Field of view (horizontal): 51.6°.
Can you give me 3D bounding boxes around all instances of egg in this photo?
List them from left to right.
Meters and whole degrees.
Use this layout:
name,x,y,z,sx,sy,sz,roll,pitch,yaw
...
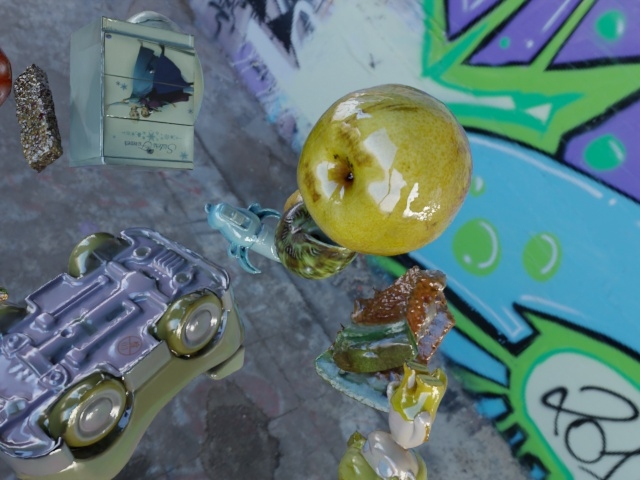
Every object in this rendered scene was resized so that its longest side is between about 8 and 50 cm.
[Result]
name,x,y,z,sx,sy,sz,roll,pitch,yaw
egg,-0.318,-0.305,1.266,0.186,0.253,0.186,-2,12,0

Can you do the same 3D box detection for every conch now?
name,x,y,z,sx,sy,sz,roll,pitch,yaw
conch,0.000,0.002,1.284,0.187,0.124,0.181,15,36,19

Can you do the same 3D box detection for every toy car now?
name,x,y,z,sx,sy,sz,roll,pitch,yaw
toy car,-0.277,0.162,0.859,0.242,0.226,0.336,25,51,29

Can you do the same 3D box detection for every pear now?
name,x,y,z,sx,sy,sz,roll,pitch,yaw
pear,0.080,-0.084,0.789,0.208,0.209,0.209,21,42,-20

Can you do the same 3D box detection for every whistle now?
name,x,y,z,sx,sy,sz,roll,pitch,yaw
whistle,-0.184,-0.022,1.745,0.273,0.093,0.186,31,66,-17

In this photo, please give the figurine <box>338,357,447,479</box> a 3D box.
name,x,y,z,sx,sy,sz,roll,pitch,yaw
figurine,0.093,0.280,0.861,0.131,0.247,0.156,16,15,-27

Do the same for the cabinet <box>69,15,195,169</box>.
name,x,y,z,sx,sy,sz,roll,pitch,yaw
cabinet,-0.288,-0.213,1.014,0.145,0.150,0.206,-1,94,-39

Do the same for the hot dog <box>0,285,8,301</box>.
name,x,y,z,sx,sy,sz,roll,pitch,yaw
hot dog,-0.824,0.134,1.620,0.122,0.049,0.037,-4,25,1

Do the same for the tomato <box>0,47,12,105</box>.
name,x,y,z,sx,sy,sz,roll,pitch,yaw
tomato,-0.587,-0.259,1.052,0.166,0.174,0.082,41,30,3

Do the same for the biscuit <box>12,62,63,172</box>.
name,x,y,z,sx,sy,sz,roll,pitch,yaw
biscuit,-0.460,-0.202,1.072,0.034,0.064,0.199,37,25,-58

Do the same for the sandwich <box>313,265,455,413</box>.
name,x,y,z,sx,sy,sz,roll,pitch,yaw
sandwich,0.154,0.184,1.281,0.250,0.162,0.301,28,82,11

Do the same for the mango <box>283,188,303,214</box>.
name,x,y,z,sx,sy,sz,roll,pitch,yaw
mango,0.028,-0.095,1.501,0.316,0.176,0.119,-33,86,-37
